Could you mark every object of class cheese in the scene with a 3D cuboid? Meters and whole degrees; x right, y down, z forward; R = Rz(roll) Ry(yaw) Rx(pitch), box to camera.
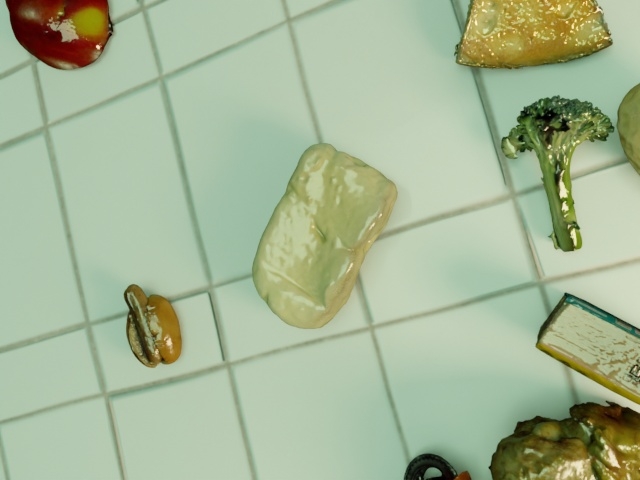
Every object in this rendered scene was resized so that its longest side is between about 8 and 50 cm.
[{"bbox_3d":[0.001,0.000,0.958,0.159,0.093,0.263,32,100,21],"label":"cheese"}]

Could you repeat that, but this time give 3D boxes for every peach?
[{"bbox_3d":[-0.492,-0.419,1.166,0.279,0.068,0.189,28,95,19],"label":"peach"}]

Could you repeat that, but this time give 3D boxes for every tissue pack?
[{"bbox_3d":[0.361,0.137,0.806,0.169,0.120,0.082,29,98,17],"label":"tissue pack"}]

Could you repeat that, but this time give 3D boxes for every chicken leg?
[{"bbox_3d":[0.381,0.316,0.799,0.361,0.140,0.212,20,82,-3],"label":"chicken leg"}]

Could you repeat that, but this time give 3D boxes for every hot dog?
[{"bbox_3d":[-0.279,0.139,1.070,0.089,0.060,0.140,-12,80,15],"label":"hot dog"}]

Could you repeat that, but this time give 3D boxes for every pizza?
[{"bbox_3d":[0.295,-0.324,0.878,0.204,0.080,0.188,9,114,10],"label":"pizza"}]

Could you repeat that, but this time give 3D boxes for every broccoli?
[{"bbox_3d":[0.315,-0.087,0.852,0.122,0.118,0.204,-8,102,-4],"label":"broccoli"}]

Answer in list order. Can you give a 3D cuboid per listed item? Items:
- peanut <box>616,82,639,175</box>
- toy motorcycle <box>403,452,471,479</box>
[{"bbox_3d":[0.468,-0.093,0.783,0.256,0.123,0.123,43,102,8],"label":"peanut"},{"bbox_3d":[0.188,0.463,0.855,0.221,0.147,0.326,6,88,42],"label":"toy motorcycle"}]
